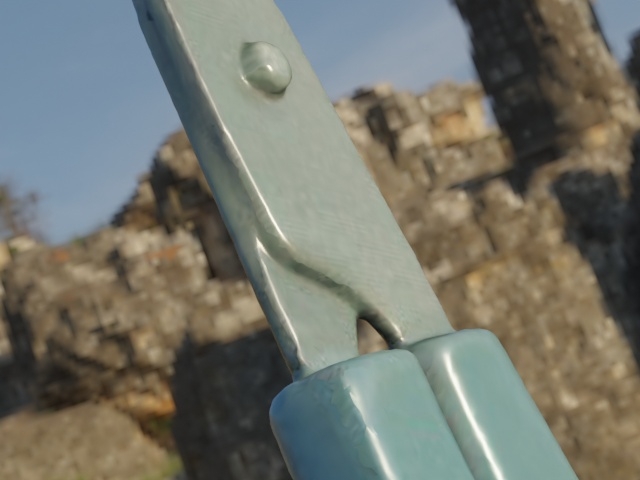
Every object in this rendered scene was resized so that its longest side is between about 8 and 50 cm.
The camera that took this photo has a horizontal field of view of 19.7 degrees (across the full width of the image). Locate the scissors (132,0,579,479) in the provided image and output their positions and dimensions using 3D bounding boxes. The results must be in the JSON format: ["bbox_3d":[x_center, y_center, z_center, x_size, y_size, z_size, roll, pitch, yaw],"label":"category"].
[{"bbox_3d":[0.000,0.000,0.417,0.029,0.447,0.192,-35,-15,32],"label":"scissors"}]
